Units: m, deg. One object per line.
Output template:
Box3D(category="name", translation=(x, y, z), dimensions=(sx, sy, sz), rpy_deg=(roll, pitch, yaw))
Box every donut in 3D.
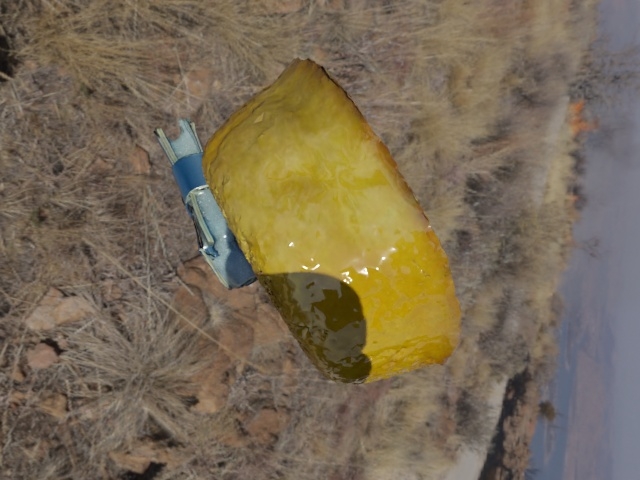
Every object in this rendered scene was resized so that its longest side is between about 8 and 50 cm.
Box3D(category="donut", translation=(0.000, 0.001, 0.426), dimensions=(0.108, 0.277, 0.277), rpy_deg=(-30, 129, -4))

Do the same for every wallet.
Box3D(category="wallet", translation=(-0.141, -0.047, 0.668), dimensions=(0.141, 0.059, 0.202), rpy_deg=(73, -9, -63))
